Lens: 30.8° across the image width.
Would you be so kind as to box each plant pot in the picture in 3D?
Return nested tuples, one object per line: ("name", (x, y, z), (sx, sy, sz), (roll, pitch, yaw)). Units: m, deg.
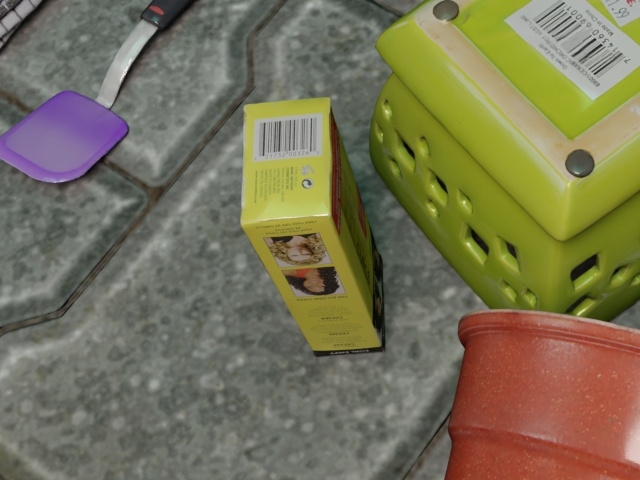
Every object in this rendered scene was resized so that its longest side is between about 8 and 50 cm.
("plant pot", (0.175, -0.090, 0.814), (0.227, 0.207, 0.228), (-35, 65, -9))
("plant pot", (0.165, 0.211, 0.655), (0.272, 0.272, 0.265), (17, 76, 16))

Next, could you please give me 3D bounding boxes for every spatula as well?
("spatula", (-0.158, -0.165, 1.001), (0.084, 0.030, 0.296), (30, 72, 20))

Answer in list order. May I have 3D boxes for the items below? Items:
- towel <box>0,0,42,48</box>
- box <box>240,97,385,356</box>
("towel", (-0.379, -0.243, 1.025), (0.235, 0.121, 0.284), (36, 75, 22))
("box", (0.000, 0.000, 0.784), (0.058, 0.232, 0.087), (-5, 63, 10))
